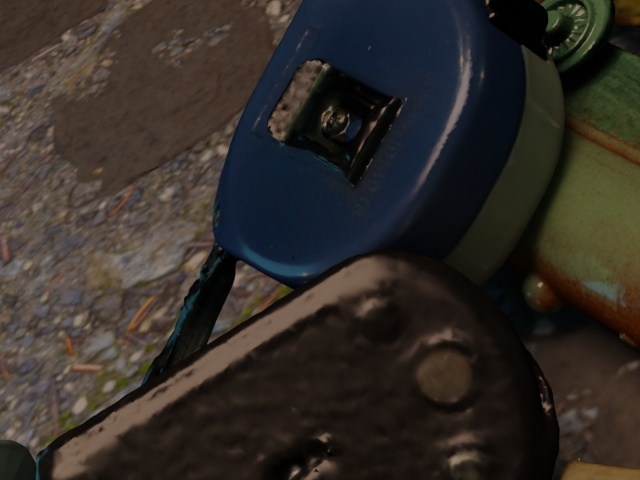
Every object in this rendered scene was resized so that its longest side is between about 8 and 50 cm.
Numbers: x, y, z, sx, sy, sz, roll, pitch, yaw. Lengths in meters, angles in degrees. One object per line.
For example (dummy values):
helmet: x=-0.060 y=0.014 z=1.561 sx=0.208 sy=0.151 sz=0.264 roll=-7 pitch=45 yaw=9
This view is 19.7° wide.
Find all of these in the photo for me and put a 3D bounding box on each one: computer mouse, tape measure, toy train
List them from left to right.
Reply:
computer mouse: x=-0.010 y=0.124 z=0.969 sx=0.269 sy=0.100 sz=0.170 roll=-29 pitch=74 yaw=0
tape measure: x=0.000 y=0.000 z=1.058 sx=0.215 sy=0.098 sz=0.351 roll=29 pitch=92 yaw=53
toy train: x=0.172 y=-0.031 z=1.030 sx=0.177 sy=0.116 sz=0.285 roll=-51 pitch=38 yaw=-2

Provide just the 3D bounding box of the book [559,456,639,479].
book: x=0.209 y=0.145 z=0.699 sx=0.161 sy=0.231 sz=0.026 roll=3 pitch=64 yaw=39

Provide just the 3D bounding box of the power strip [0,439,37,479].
power strip: x=-0.183 y=0.211 z=1.084 sx=0.253 sy=0.054 sz=0.167 roll=19 pitch=61 yaw=47

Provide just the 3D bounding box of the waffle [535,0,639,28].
waffle: x=0.258 y=-0.239 z=1.193 sx=0.309 sy=0.065 sz=0.283 roll=-1 pitch=49 yaw=56
